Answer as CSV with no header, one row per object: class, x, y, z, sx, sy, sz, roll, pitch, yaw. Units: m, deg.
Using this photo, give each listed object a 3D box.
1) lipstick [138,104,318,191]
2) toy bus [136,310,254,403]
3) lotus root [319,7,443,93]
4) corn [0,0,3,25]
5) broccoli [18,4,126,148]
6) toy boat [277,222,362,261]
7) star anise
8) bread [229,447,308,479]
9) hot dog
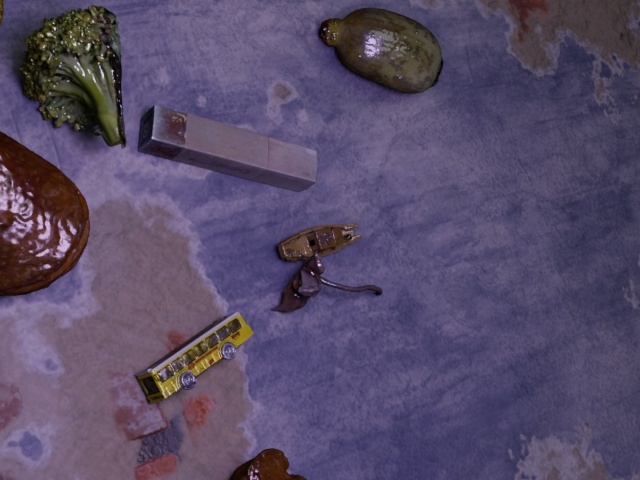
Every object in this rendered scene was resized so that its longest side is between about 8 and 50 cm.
lipstick,-0.179,-0.181,1.801,0.371,0.076,0.079,13,67,-30
toy bus,-0.226,0.216,1.644,0.226,0.081,0.074,-34,96,-36
lotus root,0.144,-0.440,2.061,0.309,0.173,0.173,15,68,-22
corn,-0.617,-0.509,1.590,0.115,0.115,0.318,4,76,-33
broccoli,-0.442,-0.282,1.581,0.180,0.242,0.273,-3,70,-12
toy boat,0.000,0.000,1.869,0.206,0.072,0.064,-16,87,-35
star anise,0.033,0.116,1.837,0.227,0.148,0.218,26,18,-13
bread,-0.103,0.521,1.599,0.232,0.135,0.246,44,56,-15
hot dog,-0.564,-0.073,1.457,0.387,0.174,0.267,37,60,-30
